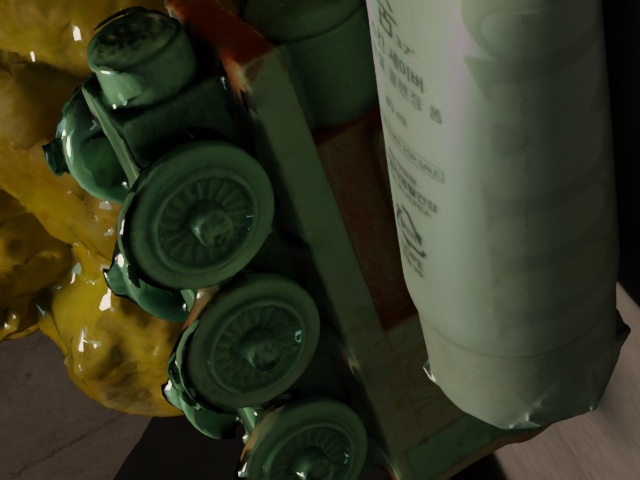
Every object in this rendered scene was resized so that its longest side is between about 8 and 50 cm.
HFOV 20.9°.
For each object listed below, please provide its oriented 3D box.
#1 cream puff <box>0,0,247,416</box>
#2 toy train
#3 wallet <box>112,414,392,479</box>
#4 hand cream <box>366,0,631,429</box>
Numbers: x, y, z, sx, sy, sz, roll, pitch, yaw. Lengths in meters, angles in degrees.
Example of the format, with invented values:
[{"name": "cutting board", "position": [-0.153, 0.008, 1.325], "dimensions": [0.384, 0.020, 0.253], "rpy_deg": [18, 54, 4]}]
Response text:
[{"name": "cream puff", "position": [-0.149, -0.045, 0.822], "dimensions": [0.291, 0.257, 0.324], "rpy_deg": [60, 173, 33]}, {"name": "toy train", "position": [0.000, 0.000, 0.494], "dimensions": [0.074, 0.118, 0.176], "rpy_deg": [43, 158, 52]}, {"name": "wallet", "position": [-0.067, 0.181, 0.861], "dimensions": [0.041, 0.323, 0.247], "rpy_deg": [28, 176, -27]}, {"name": "hand cream", "position": [0.034, -0.035, 0.352], "dimensions": [0.078, 0.050, 0.205], "rpy_deg": [59, 169, 38]}]
